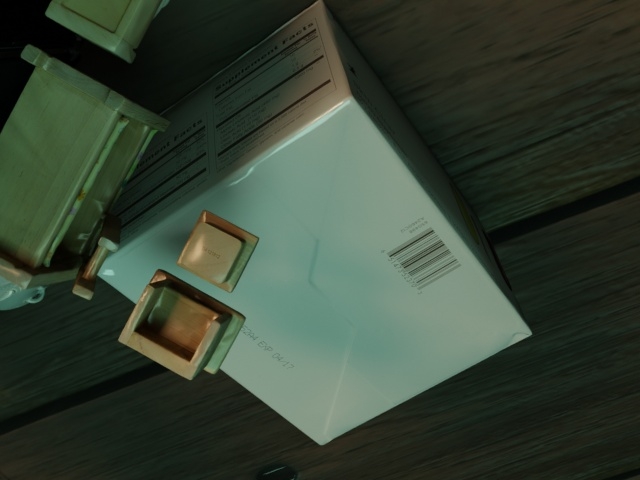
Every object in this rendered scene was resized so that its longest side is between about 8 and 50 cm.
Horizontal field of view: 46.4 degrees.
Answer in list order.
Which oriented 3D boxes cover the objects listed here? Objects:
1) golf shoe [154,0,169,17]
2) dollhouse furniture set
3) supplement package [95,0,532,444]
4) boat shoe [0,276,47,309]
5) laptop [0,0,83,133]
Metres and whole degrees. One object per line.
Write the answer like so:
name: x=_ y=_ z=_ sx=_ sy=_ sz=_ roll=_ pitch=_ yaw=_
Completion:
golf shoe: x=-0.115 y=-0.205 z=0.420 sx=0.069 sy=0.086 sz=0.176 roll=-9 pitch=128 yaw=-1
dollhouse furniture set: x=-0.083 y=-0.044 z=0.421 sx=0.160 sy=0.101 sz=0.182 roll=29 pitch=93 yaw=2
supplement package: x=0.000 y=0.000 z=0.570 sx=0.204 sy=0.145 sz=0.262 roll=-32 pitch=128 yaw=16
boat shoe: x=-0.256 y=0.015 z=0.585 sx=0.227 sy=0.079 sz=0.081 roll=-18 pitch=137 yaw=12
laptop: x=-0.225 y=-0.112 z=0.342 sx=0.136 sy=0.234 sz=0.265 roll=-6 pitch=105 yaw=11
